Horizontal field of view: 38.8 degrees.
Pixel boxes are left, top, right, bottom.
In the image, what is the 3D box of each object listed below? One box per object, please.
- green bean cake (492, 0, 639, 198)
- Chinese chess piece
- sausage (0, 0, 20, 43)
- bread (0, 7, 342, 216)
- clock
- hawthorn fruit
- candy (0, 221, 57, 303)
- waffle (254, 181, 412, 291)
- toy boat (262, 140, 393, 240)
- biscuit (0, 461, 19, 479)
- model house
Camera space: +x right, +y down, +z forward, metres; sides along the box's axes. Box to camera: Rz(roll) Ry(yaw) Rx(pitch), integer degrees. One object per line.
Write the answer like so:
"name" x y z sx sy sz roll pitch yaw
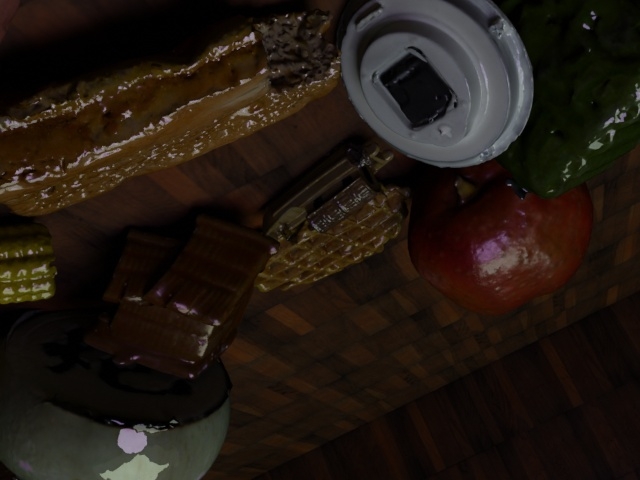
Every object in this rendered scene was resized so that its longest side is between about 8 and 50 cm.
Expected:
"green bean cake" 0.263 -0.205 0.994 0.156 0.250 0.247 -22 160 -38
"Chinese chess piece" -0.300 0.225 1.299 0.349 0.349 0.147 0 115 -46
"sausage" -0.357 -0.117 0.794 0.087 0.088 0.433 -2 149 -44
"bread" -0.156 -0.141 0.895 0.380 0.109 0.185 -23 172 -7
"clock" 0.108 -0.171 0.971 0.053 0.236 0.236 -47 176 -41
"hawthorn fruit" 0.258 -0.039 1.375 0.287 0.287 0.330 -32 151 17
"candy" -0.415 0.033 1.064 0.198 0.094 0.106 -6 -171 -23
"waffle" 0.009 -0.004 1.466 0.300 0.058 0.281 -24 158 0
"toy boat" 0.007 -0.062 1.292 0.226 0.088 0.068 -36 156 24
"biscuit" -0.563 0.380 1.705 0.407 0.091 0.407 -23 158 -10
"model house" -0.190 0.059 1.288 0.220 0.199 0.229 -73 -171 -70
